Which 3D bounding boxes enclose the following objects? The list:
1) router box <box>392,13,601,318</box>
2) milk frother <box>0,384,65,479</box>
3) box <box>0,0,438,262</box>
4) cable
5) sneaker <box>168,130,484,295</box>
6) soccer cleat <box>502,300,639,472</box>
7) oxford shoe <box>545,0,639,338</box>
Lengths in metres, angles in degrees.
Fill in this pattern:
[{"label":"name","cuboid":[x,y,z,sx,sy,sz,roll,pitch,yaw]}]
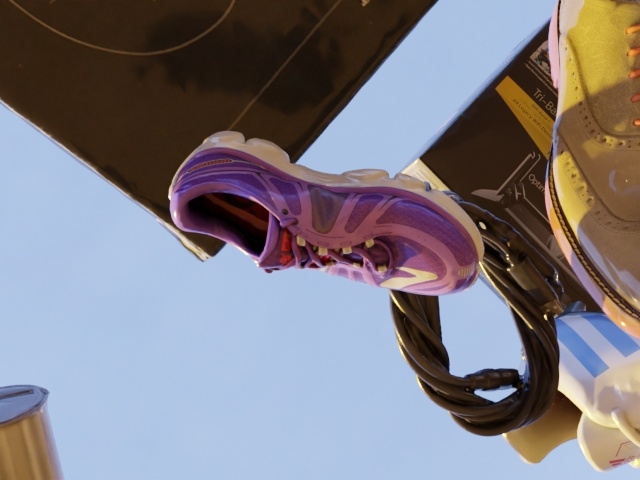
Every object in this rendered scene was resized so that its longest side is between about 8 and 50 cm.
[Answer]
[{"label":"router box","cuboid":[0.255,-0.034,1.588,0.309,0.081,0.243,46,-118,-2]},{"label":"milk frother","cuboid":[-0.216,0.188,1.115,0.129,0.143,0.134,-22,-71,-34]},{"label":"box","cuboid":[-0.112,-0.335,1.066,0.472,0.297,0.480,39,-80,-19]},{"label":"cable","cuboid":[0.096,0.045,1.114,0.184,0.047,0.150,42,-125,-29]},{"label":"sneaker","cuboid":[0.000,0.000,0.858,0.170,0.071,0.068,14,-57,8]},{"label":"soccer cleat","cuboid":[0.271,0.112,1.195,0.116,0.331,0.143,48,-123,-22]},{"label":"oxford shoe","cuboid":[0.208,-0.091,1.066,0.123,0.348,0.130,-3,-40,-3]}]
